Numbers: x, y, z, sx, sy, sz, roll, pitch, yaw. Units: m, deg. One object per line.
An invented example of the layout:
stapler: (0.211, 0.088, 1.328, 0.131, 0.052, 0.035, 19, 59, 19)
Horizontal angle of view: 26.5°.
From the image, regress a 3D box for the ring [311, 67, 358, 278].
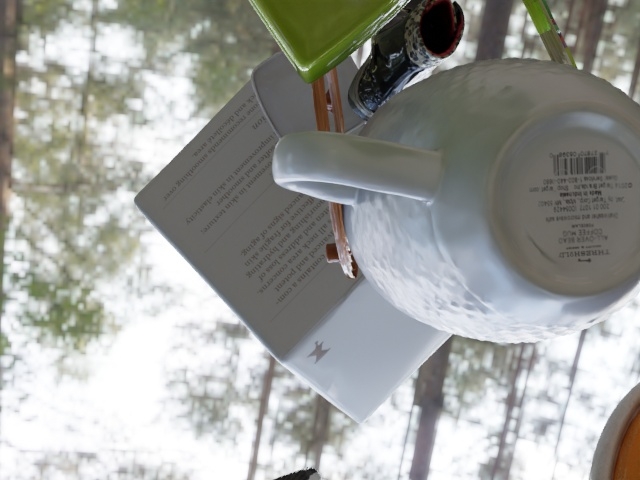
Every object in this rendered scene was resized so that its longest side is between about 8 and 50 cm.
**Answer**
ring: (0.005, -0.121, 1.537, 0.032, 0.337, 0.337, -8, -155, 6)

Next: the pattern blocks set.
pattern blocks set: (0.300, -0.256, 1.753, 0.285, 0.026, 0.325, 35, -149, -65)

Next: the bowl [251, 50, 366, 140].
bowl: (-0.012, -0.194, 1.848, 0.142, 0.142, 0.053, -27, 175, -9)

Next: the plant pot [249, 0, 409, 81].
plant pot: (0.011, -0.268, 1.021, 0.207, 0.227, 0.228, -33, -176, 4)

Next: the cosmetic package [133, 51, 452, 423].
cosmetic package: (0.000, 0.000, 2.066, 0.393, 0.329, 0.327, 45, 179, 32)

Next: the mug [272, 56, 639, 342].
mug: (0.138, -0.045, 1.277, 0.374, 0.276, 0.328, 10, 180, -11)

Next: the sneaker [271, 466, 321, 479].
sneaker: (-0.068, 0.357, 1.712, 0.080, 0.211, 0.081, -4, -124, -58)

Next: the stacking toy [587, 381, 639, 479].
stacking toy: (0.498, 0.230, 1.150, 0.350, 0.351, 0.480, -14, 171, -39)

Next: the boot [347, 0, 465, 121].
boot: (0.130, -0.274, 1.735, 0.085, 0.178, 0.236, 31, -122, -14)
